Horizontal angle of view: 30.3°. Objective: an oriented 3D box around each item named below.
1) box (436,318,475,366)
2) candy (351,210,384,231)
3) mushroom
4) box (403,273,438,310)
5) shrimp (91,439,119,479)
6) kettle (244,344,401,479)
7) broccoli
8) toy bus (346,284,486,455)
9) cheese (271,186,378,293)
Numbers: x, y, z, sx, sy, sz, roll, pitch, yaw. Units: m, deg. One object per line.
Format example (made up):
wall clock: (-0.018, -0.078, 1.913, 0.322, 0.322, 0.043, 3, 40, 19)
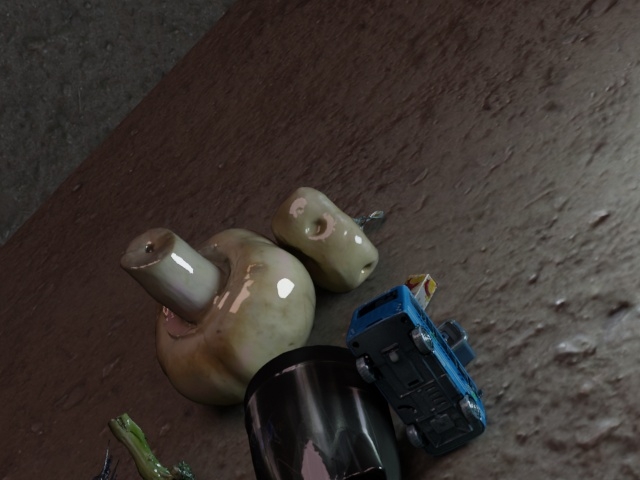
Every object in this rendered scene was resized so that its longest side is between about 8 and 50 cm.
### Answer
box: (0.201, 0.185, 1.925, 0.099, 0.054, 0.074, -39, 32, 1)
candy: (0.044, -0.011, 2.358, 0.182, 0.046, 0.053, -33, 31, 16)
mushroom: (-0.167, 0.112, 2.181, 0.325, 0.353, 0.353, -9, 37, 7)
box: (0.138, 0.146, 2.056, 0.050, 0.041, 0.207, -3, 46, 46)
shrimp: (-0.379, 0.511, 2.071, 0.145, 0.116, 0.343, -22, 42, 26)
kettle: (-0.008, 0.374, 1.783, 0.321, 0.228, 0.324, -56, 27, 26)
broccoli: (-0.298, 0.390, 2.070, 0.118, 0.204, 0.122, -35, -4, 0)
toy bus: (0.148, 0.197, 1.788, 0.113, 0.246, 0.134, -30, 21, 17)
cheese: (0.000, 0.000, 2.227, 0.117, 0.218, 0.235, -49, 22, -17)
